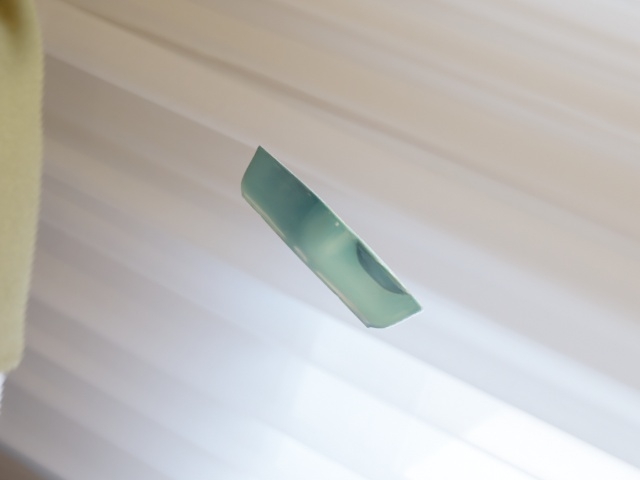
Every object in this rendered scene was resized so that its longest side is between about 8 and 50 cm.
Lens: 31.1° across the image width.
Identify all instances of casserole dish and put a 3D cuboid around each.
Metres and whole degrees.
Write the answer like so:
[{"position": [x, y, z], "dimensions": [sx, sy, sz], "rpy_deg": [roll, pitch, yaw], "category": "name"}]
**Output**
[{"position": [0.000, 0.000, 0.748], "dimensions": [0.037, 0.188, 0.114], "rpy_deg": [-43, 117, 0], "category": "casserole dish"}]
